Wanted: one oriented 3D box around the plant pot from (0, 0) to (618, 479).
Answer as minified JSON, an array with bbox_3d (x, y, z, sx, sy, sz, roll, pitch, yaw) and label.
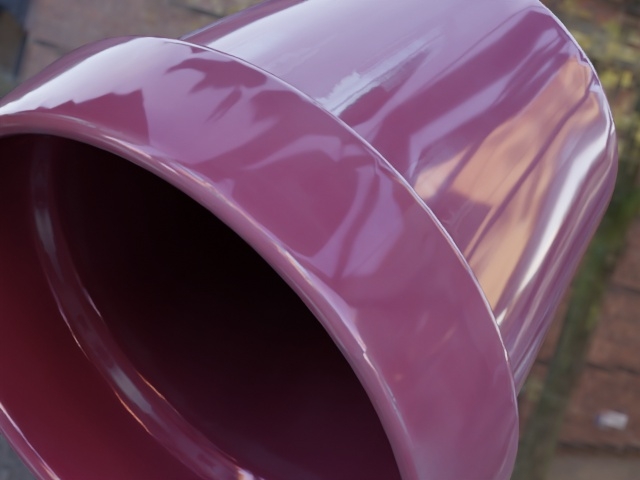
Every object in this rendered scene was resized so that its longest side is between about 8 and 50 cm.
[{"bbox_3d":[0.000,0.000,0.640,0.201,0.201,0.180,21,45,29],"label":"plant pot"}]
